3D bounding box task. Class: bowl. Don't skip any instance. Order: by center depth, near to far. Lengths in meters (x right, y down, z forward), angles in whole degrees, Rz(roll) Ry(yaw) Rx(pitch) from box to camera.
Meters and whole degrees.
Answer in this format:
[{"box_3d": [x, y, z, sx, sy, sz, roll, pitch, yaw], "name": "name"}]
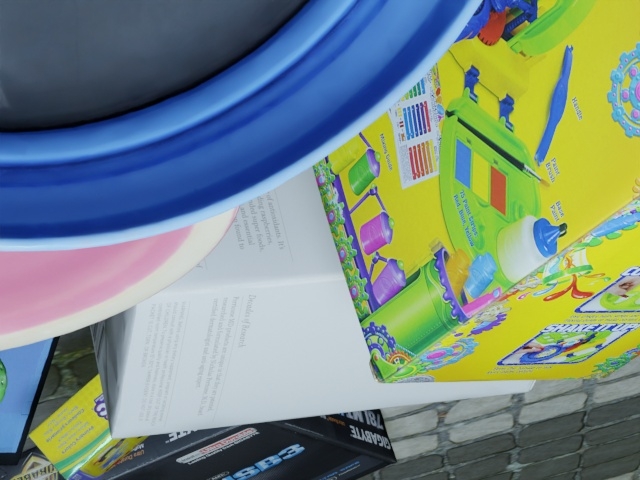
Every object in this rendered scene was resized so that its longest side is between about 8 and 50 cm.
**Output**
[{"box_3d": [-0.098, -0.192, 0.718, 0.391, 0.391, 0.077, -7, -161, -20], "name": "bowl"}]

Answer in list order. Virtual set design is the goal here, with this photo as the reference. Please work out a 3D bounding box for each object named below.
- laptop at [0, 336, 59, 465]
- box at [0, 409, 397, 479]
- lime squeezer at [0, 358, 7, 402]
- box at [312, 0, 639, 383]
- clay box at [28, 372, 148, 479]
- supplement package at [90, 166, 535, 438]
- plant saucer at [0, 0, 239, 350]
[{"box_3d": [-0.249, 0.080, 1.455, 0.234, 0.136, 0.264, 6, 164, -43], "name": "laptop"}, {"box_3d": [-0.118, 0.222, 1.968, 0.296, 0.073, 0.293, -25, 157, 19], "name": "box"}, {"box_3d": [-0.289, 0.122, 1.424, 0.110, 0.058, 0.310, -1, 143, -36], "name": "lime squeezer"}, {"box_3d": [0.135, -0.109, 1.085, 0.177, 0.290, 0.279, 2, 152, -36], "name": "box"}, {"box_3d": [-0.123, 0.103, 1.578, 0.222, 0.053, 0.127, -40, 172, -5], "name": "clay box"}, {"box_3d": [0.000, 0.000, 1.294, 0.293, 0.177, 0.175, -5, 145, -15], "name": "supplement package"}, {"box_3d": [-0.167, -0.031, 0.916, 0.332, 0.084, 0.332, -12, 155, -5], "name": "plant saucer"}]
